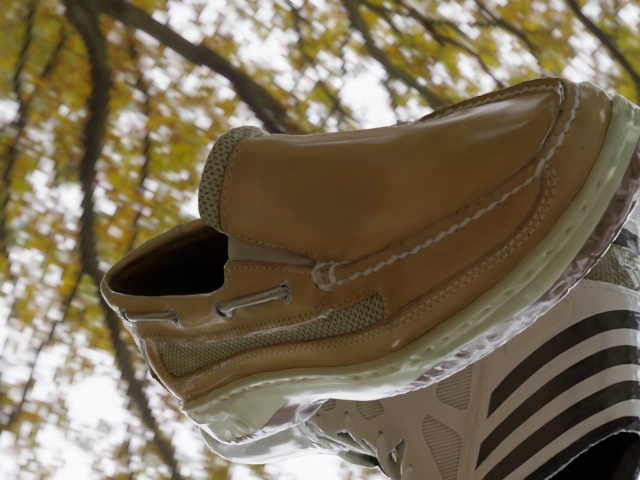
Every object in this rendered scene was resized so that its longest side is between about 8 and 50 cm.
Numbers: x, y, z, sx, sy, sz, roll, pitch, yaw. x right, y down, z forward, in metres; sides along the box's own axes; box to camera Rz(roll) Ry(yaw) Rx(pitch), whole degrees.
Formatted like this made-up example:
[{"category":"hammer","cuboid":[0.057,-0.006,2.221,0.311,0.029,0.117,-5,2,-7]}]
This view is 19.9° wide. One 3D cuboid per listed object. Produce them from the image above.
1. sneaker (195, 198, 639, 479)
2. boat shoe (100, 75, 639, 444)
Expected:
[{"category":"sneaker","cuboid":[0.049,0.139,1.255,0.447,0.169,0.257,-31,-131,45]},{"category":"boat shoe","cuboid":[0.000,0.000,0.462,0.190,0.072,0.068,-32,-159,48]}]
